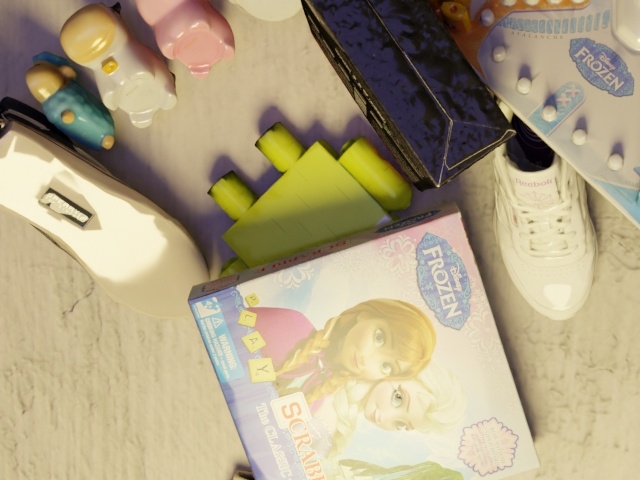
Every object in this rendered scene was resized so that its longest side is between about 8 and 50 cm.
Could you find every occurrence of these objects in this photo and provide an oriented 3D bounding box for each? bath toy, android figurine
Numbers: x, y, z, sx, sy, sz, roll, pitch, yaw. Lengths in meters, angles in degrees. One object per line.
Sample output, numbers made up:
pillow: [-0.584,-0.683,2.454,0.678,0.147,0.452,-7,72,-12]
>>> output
bath toy: [-0.173,-0.254,1.392,0.348,0.129,0.151,-31,135,16]
android figurine: [0.000,0.000,1.424,0.248,0.056,0.273,-42,87,14]

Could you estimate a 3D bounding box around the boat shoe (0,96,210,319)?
boat shoe: [-0.273,-0.047,1.450,0.127,0.158,0.340,-44,116,10]

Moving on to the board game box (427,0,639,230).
board game box: [0.345,-0.247,1.167,0.390,0.050,0.390,-44,72,2]

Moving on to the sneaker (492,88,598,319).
sneaker: [0.228,-0.044,1.305,0.114,0.152,0.305,-7,110,18]

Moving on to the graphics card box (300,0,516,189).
graphics card box: [0.078,-0.166,1.220,0.094,0.371,0.233,-34,89,4]

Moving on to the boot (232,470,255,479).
boot: [-0.043,0.331,1.480,0.158,0.059,0.085,12,95,11]

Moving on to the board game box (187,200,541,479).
board game box: [0.052,0.154,1.379,0.318,0.066,0.319,-19,103,5]
